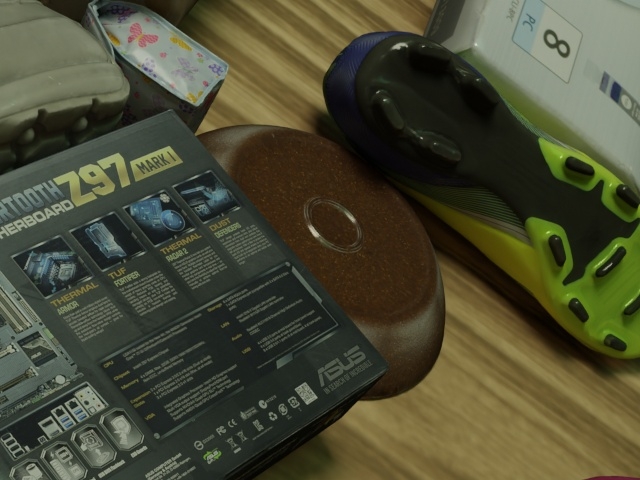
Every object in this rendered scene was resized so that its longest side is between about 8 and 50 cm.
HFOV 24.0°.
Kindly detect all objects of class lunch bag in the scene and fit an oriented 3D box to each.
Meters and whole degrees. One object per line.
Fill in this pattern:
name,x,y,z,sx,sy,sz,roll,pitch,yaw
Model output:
lunch bag,-0.105,-0.088,0.843,0.083,0.071,0.053,37,49,0

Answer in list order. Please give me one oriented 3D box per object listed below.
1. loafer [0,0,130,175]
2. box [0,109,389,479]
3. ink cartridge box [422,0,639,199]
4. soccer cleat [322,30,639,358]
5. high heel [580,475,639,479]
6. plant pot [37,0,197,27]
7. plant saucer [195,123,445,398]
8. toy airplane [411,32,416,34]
loafer,-0.226,-0.065,0.695,0.111,0.112,0.319,48,29,17
box,-0.103,0.048,0.710,0.183,0.059,0.233,50,42,10
ink cartridge box,0.263,-0.117,1.115,0.385,0.091,0.308,34,51,-16
soccer cleat,0.118,-0.031,0.973,0.289,0.093,0.121,41,-9,-20
high heel,0.288,0.245,0.869,0.377,0.127,0.181,38,8,2
plant pot,-0.115,-0.257,0.893,0.256,0.256,0.274,23,57,-23
plant saucer,0.000,0.000,0.881,0.199,0.036,0.198,23,41,-22
toy airplane,0.089,-0.098,1.063,0.151,0.028,0.151,24,41,-23
